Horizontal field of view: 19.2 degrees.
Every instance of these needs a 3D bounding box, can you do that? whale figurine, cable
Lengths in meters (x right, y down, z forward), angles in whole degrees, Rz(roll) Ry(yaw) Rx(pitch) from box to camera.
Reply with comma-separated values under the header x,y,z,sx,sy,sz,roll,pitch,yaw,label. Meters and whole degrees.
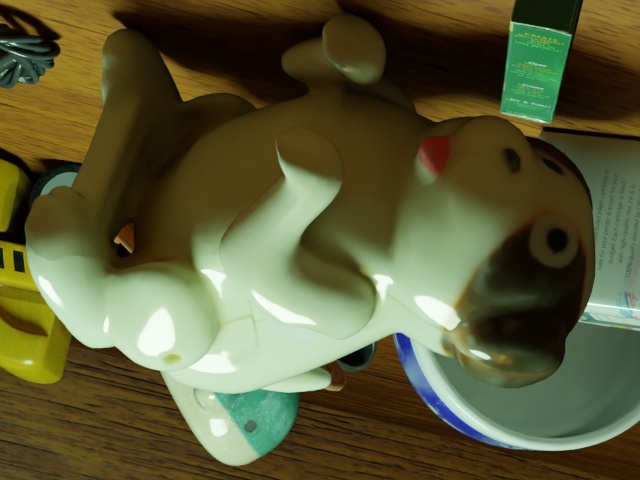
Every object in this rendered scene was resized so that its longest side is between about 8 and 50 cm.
x,y,z,sx,sy,sz,roll,pitch,yaw,label
-0.120,0.128,2.208,0.272,0.141,0.216,61,179,-19,whale figurine
-0.318,-0.178,1.722,0.150,0.047,0.184,11,166,-19,cable

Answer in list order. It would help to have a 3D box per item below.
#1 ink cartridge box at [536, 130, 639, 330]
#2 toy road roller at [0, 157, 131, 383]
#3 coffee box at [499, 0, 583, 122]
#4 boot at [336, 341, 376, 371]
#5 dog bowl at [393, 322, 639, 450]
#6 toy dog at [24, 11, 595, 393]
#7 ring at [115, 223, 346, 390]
x,y,z,sx,sy,sz,roll,pitch,yaw,label
0.284,-0.002,1.652,0.212,0.154,0.093,7,167,17,ink cartridge box
-0.384,0.030,2.227,0.329,0.241,0.202,11,167,6,toy road roller
0.148,-0.155,1.213,0.040,0.113,0.184,14,169,6,coffee box
-0.110,0.084,2.384,0.338,0.118,0.223,4,-171,-17,boot
0.202,0.064,1.771,0.265,0.265,0.104,14,170,-10,dog bowl
0.021,0.012,1.554,0.408,0.284,0.395,-2,127,22,toy dog
-0.112,0.067,2.111,0.336,0.032,0.336,37,-175,-4,ring
